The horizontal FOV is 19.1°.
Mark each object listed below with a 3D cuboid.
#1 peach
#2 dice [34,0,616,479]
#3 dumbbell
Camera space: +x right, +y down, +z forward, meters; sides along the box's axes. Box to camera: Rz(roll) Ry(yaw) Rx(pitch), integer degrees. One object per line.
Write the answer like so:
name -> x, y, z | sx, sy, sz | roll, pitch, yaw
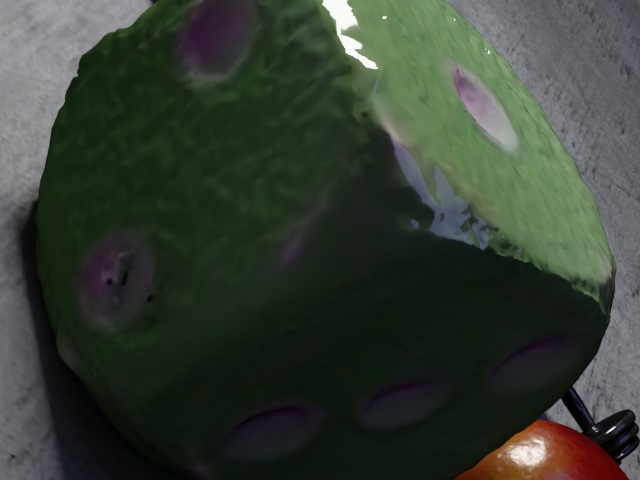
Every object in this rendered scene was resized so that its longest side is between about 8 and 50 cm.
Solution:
peach -> 0.170, 0.264, 1.555 | 0.243, 0.199, 0.243 | 34, 43, -39
dice -> 0.000, 0.000, 1.404 | 0.322, 0.330, 0.318 | 28, 32, -47
dumbbell -> 0.263, 0.169, 1.970 | 0.208, 0.099, 0.099 | 58, 24, 1
